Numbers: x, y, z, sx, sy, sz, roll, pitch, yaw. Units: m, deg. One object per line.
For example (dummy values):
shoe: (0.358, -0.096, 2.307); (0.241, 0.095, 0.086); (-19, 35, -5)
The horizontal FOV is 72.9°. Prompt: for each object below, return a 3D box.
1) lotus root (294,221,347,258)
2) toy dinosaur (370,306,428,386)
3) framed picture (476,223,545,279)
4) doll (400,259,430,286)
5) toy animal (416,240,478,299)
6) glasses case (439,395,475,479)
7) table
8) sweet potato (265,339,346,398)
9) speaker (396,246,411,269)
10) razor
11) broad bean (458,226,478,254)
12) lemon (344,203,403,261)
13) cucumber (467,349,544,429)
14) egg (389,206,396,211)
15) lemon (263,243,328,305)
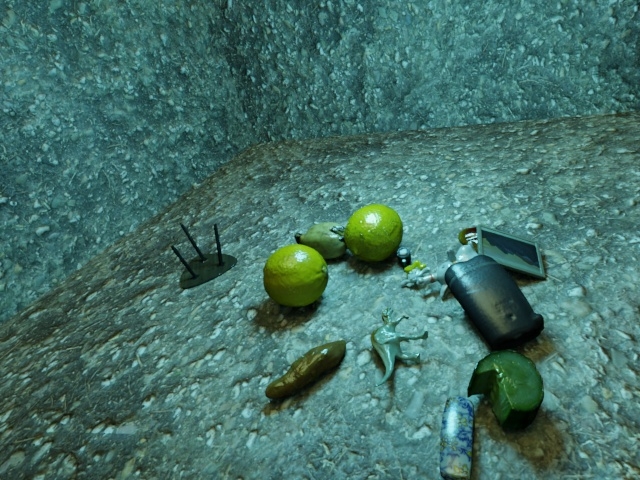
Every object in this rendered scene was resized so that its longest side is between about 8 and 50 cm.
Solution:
lotus root: (0.000, 0.000, 2.138); (0.310, 0.182, 0.183); (-1, 33, 30)
toy dinosaur: (0.252, 0.366, 1.473); (0.206, 0.092, 0.393); (2, 35, 28)
framed picture: (0.742, 0.040, 1.702); (0.265, 0.018, 0.192); (16, 48, -2)
doll: (0.390, 0.147, 1.803); (0.135, 0.071, 0.113); (-41, 11, 2)
toy animal: (0.527, 0.120, 1.703); (0.283, 0.138, 0.140); (-22, 54, -19)
glasses case: (0.368, 0.528, 1.167); (0.087, 0.065, 0.248); (5, 33, 20)
table: (-0.622, 0.044, 2.270); (0.317, 0.249, 0.317); (-12, 30, 7)
sweet potato: (-0.032, 0.431, 1.489); (0.355, 0.095, 0.106); (-28, -9, -28)
speaker: (0.376, 0.082, 1.916); (0.060, 0.075, 0.094); (-22, 54, 2)
razor: (0.586, 0.202, 1.487); (0.204, 0.113, 0.349); (-21, 46, -4)
broad bean: (0.684, 0.018, 1.827); (0.156, 0.122, 0.228); (-27, 33, -22)
lemon: (0.250, -0.038, 1.996); (0.310, 0.257, 0.258); (-35, 35, -32)
cucumber: (0.527, 0.416, 1.214); (0.191, 0.130, 0.191); (-4, 39, 3)
egg: (0.336, -0.114, 2.223); (0.114, 0.114, 0.152); (7, 34, 33)
lemon: (-0.106, 0.151, 1.837); (0.293, 0.293, 0.293); (-12, 30, 7)
